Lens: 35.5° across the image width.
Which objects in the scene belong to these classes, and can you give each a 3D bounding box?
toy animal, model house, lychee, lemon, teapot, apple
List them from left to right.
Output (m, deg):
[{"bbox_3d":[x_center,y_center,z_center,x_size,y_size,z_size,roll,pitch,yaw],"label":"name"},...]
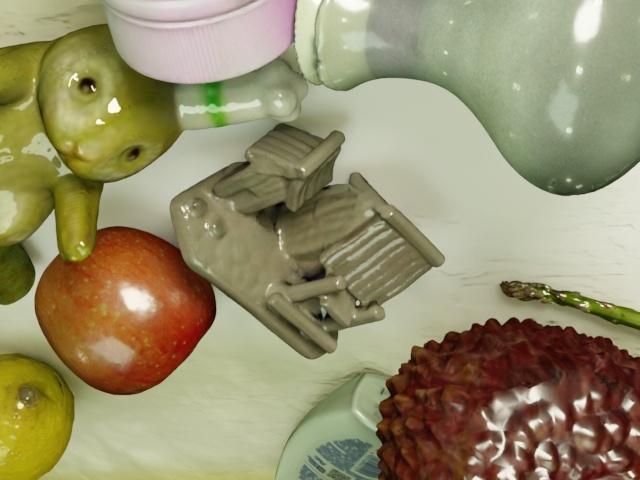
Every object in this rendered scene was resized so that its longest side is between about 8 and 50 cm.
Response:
[{"bbox_3d":[-0.421,0.245,1.361,0.180,0.181,0.193,13,164,8],"label":"lemon"},{"bbox_3d":[-0.210,-0.103,0.848,0.363,0.180,0.181,-10,128,30],"label":"toy animal"},{"bbox_3d":[-0.205,0.075,1.068,0.168,0.181,0.181,43,141,6],"label":"apple"},{"bbox_3d":[-0.002,-0.004,0.924,0.188,0.122,0.229,-22,125,39],"label":"model house"},{"bbox_3d":[0.113,-0.137,0.689,0.250,0.183,0.183,15,143,23],"label":"teapot"},{"bbox_3d":[0.202,0.220,0.957,0.306,0.330,0.306,-3,108,-9],"label":"lychee"}]

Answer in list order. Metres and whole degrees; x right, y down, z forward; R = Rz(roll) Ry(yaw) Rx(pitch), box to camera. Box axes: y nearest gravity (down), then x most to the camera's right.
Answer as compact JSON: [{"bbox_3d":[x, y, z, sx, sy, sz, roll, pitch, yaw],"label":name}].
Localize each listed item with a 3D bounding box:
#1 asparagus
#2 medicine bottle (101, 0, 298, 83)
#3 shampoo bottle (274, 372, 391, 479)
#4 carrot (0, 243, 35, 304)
[{"bbox_3d":[0.296,0.075,0.972,0.248,0.025,0.024,16,-176,4],"label":"asparagus"},{"bbox_3d":[-0.096,-0.244,0.652,0.152,0.152,0.254,8,140,14],"label":"medicine bottle"},{"bbox_3d":[0.019,0.285,1.296,0.134,0.078,0.359,27,142,-3],"label":"shampoo bottle"},{"bbox_3d":[-0.421,-0.062,1.075,0.074,0.074,0.358,-2,136,25],"label":"carrot"}]
